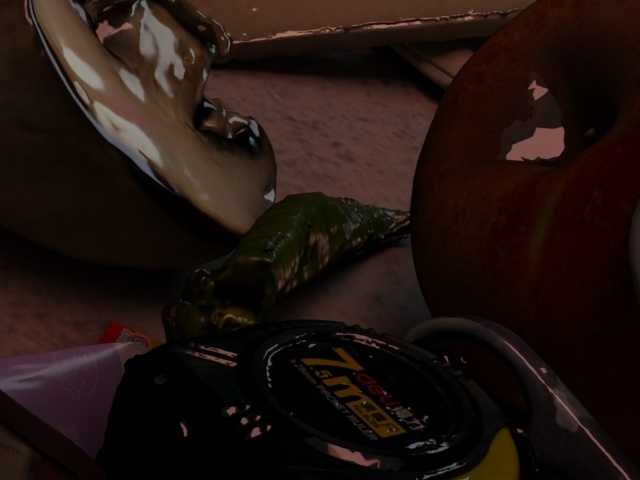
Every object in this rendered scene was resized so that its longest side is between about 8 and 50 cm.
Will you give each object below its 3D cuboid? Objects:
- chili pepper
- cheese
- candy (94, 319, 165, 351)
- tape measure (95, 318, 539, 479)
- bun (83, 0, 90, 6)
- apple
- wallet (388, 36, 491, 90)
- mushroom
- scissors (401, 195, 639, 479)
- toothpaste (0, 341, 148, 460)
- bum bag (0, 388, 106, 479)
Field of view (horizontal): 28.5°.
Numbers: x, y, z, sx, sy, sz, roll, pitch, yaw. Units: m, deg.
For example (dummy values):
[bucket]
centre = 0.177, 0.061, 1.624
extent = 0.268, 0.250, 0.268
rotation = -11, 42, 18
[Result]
[chili pepper]
centre = 0.000, 0.000, 0.841
extent = 0.076, 0.085, 0.359
rotation = 47, 22, 6
[cheese]
centre = 0.063, -0.216, 1.185
extent = 0.400, 0.034, 0.085
rotation = -7, 52, -20
[candy]
centre = -0.083, 0.099, 0.738
extent = 0.122, 0.038, 0.062
rotation = 24, 33, 1
[tape measure]
centre = 0.010, 0.121, 0.625
extent = 0.186, 0.112, 0.199
rotation = -8, 35, -39
[bun]
centre = -0.291, -0.248, 1.000
extent = 0.244, 0.153, 0.244
rotation = 17, 14, -4
[apple]
centre = 0.239, -0.020, 0.828
extent = 0.277, 0.348, 0.348
rotation = 35, 23, -36
[wallet]
centre = 0.186, -0.221, 1.315
extent = 0.335, 0.068, 0.275
rotation = -9, 46, -36
[mushroom]
centre = -0.160, -0.075, 0.829
extent = 0.267, 0.164, 0.189
rotation = 36, 42, -52
[scissors]
centre = 0.201, 0.166, 0.648
extent = 0.029, 0.256, 0.383
rotation = -4, 64, -56
[toothpaste]
centre = -0.199, 0.106, 0.552
extent = 0.371, 0.080, 0.125
rotation = 3, 66, -48
[bum bag]
centre = -0.151, 0.148, 0.546
extent = 0.109, 0.026, 0.159
rotation = 49, 43, -39
